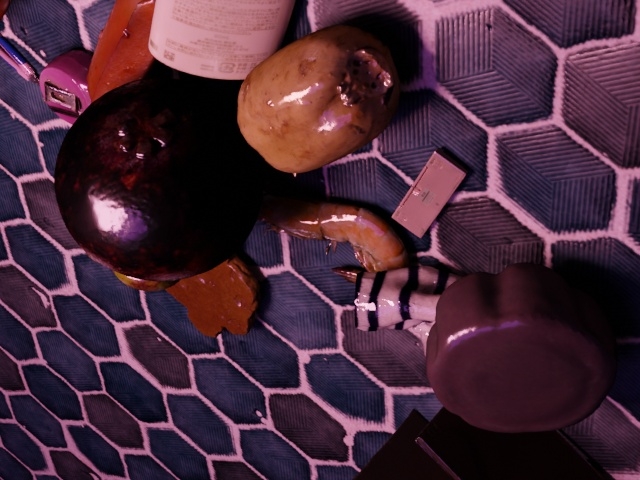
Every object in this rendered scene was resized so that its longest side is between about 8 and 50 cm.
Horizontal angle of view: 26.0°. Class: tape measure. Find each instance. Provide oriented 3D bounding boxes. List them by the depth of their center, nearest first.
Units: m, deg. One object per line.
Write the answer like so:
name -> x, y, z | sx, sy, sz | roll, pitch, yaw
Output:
tape measure -> -0.369, -0.228, 2.120 | 0.125, 0.074, 0.118 | 26, 141, 20

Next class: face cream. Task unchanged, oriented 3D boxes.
face cream -> -0.107, -0.340, 1.702 | 0.174, 0.081, 0.348 | 7, 144, -10

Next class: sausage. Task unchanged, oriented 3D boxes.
sausage -> -0.254, -0.287, 1.930 | 0.102, 0.102, 0.330 | 43, 145, 1

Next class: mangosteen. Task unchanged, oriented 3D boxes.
mangosteen -> -0.211, -0.069, 1.933 | 0.297, 0.297, 0.313 | 8, 145, 40

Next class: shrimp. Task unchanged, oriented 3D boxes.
shrimp -> 0.000, 0.000, 2.016 | 0.296, 0.058, 0.169 | 14, 138, 30

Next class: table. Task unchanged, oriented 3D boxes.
table -> 0.239, 0.365, 2.041 | 0.282, 0.196, 0.250 | 45, 146, 2

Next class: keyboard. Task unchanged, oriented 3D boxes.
keyboard -> 0.143, -0.063, 1.837 | 0.055, 0.017, 0.166 | 36, 145, 4

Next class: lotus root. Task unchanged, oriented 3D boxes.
lotus root -> -0.014, -0.174, 1.767 | 0.284, 0.146, 0.160 | -20, 97, 54

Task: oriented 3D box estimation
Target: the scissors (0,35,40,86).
scissors -> -0.485, -0.285, 2.229 | 0.113, 0.012, 0.039 | 43, 145, 0

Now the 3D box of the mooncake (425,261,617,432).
mooncake -> 0.255, 0.141, 1.776 | 0.245, 0.133, 0.245 | 1, 130, 1

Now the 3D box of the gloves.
gloves -> 0.157, 0.098, 1.919 | 0.219, 0.131, 0.140 | 3, 131, 4

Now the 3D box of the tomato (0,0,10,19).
tomato -> -0.606, -0.409, 2.037 | 0.299, 0.226, 0.298 | 27, 139, 26

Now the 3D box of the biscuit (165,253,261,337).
biscuit -> -0.181, 0.056, 2.258 | 0.208, 0.041, 0.290 | 29, 144, 21
